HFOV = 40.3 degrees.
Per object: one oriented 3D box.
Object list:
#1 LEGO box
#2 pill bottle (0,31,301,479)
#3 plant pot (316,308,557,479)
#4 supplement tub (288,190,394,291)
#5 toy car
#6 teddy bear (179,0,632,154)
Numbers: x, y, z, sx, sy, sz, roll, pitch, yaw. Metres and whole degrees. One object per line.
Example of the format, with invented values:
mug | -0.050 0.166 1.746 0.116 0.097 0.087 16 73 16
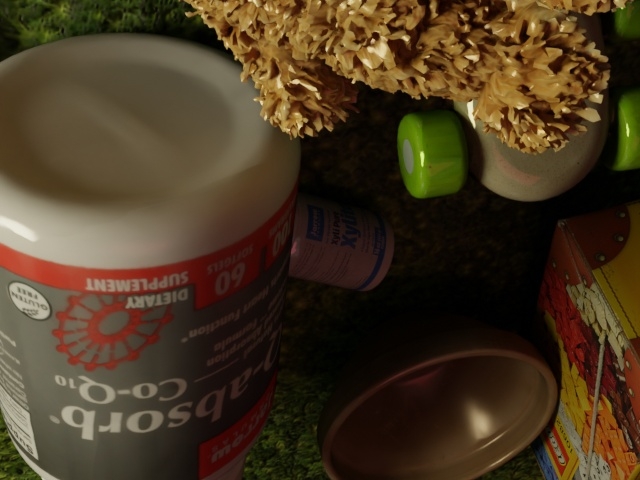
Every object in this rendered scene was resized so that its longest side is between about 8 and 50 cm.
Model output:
LEGO box | 0.474 0.096 0.847 0.500 0.193 0.372 -14 145 -5
pill bottle | -0.131 0.057 0.627 0.210 0.210 0.363 -6 135 -13
plant pot | 0.103 0.147 0.868 0.237 0.109 0.237 -10 135 -10
supplement tub | 0.000 0.000 0.715 0.107 0.071 0.071 13 128 -30
toy car | 0.109 -0.109 0.576 0.155 0.188 0.149 -8 102 -9
teddy bear | -0.018 -0.145 0.394 0.338 0.113 0.245 33 158 2
